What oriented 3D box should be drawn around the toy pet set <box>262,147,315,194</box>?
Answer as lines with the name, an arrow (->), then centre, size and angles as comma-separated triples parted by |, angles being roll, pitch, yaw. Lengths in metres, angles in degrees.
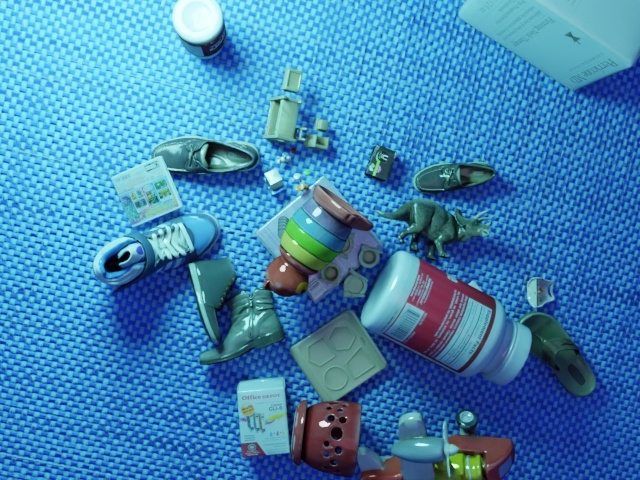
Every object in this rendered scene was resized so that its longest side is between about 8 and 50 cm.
toy pet set -> -0.086, -0.164, 1.836 | 0.114, 0.065, 0.122 | -27, 69, -7

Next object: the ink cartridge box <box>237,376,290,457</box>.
ink cartridge box -> -0.151, 0.462, 1.827 | 0.128, 0.127, 0.176 | -5, 92, -4

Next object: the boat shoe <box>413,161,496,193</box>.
boat shoe -> 0.365, -0.175, 1.870 | 0.223, 0.073, 0.080 | -8, 93, -5

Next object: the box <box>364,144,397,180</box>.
box -> 0.161, -0.208, 1.863 | 0.062, 0.052, 0.083 | 19, 89, -5

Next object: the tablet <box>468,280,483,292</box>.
tablet -> 0.410, 0.158, 1.922 | 0.083, 0.006, 0.054 | -40, 95, -2

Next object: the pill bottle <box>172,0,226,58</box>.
pill bottle -> -0.297, -0.527, 1.725 | 0.121, 0.221, 0.121 | 0, 92, -5

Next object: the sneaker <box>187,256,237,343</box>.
sneaker -> -0.262, 0.151, 1.800 | 0.118, 0.083, 0.222 | -14, 80, -16

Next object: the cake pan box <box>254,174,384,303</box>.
cake pan box -> 0.000, 0.000, 1.851 | 0.245, 0.070, 0.267 | -41, 95, 0

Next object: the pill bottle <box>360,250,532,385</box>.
pill bottle -> 0.331, 0.213, 1.807 | 0.407, 0.229, 0.229 | 28, 90, -6

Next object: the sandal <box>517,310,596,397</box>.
sandal -> 0.665, 0.312, 1.910 | 0.120, 0.086, 0.303 | -45, 95, -2

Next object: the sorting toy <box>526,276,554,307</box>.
sorting toy -> 0.618, 0.142, 1.924 | 0.075, 0.045, 0.083 | -2, 92, -12

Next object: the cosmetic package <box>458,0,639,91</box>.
cosmetic package -> 0.631, -0.642, 1.745 | 0.393, 0.329, 0.327 | 31, 89, -5

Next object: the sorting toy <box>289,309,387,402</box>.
sorting toy -> 0.049, 0.318, 1.887 | 0.208, 0.038, 0.193 | -33, 95, 2

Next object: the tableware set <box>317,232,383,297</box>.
tableware set -> 0.075, 0.064, 1.819 | 0.141, 0.020, 0.169 | 21, 92, -8

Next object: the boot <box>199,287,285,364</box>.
boot -> -0.225, 0.228, 1.848 | 0.246, 0.083, 0.161 | -21, 82, -3

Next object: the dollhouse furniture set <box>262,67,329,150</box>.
dollhouse furniture set -> -0.052, -0.344, 1.837 | 0.161, 0.101, 0.182 | 10, 91, -30

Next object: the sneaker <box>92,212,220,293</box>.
sneaker -> -0.409, 0.025, 1.731 | 0.322, 0.236, 0.130 | -21, 94, -3

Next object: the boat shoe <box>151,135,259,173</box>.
boat shoe -> -0.302, -0.222, 1.801 | 0.285, 0.092, 0.103 | 2, 95, -4

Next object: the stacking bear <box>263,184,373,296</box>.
stacking bear -> -0.030, 0.020, 1.742 | 0.164, 0.175, 0.289 | 41, 100, 24

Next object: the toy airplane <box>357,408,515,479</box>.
toy airplane -> 0.280, 0.626, 1.789 | 0.386, 0.272, 0.384 | 24, 114, -26

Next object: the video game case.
video game case -> -0.453, -0.126, 1.804 | 0.157, 0.019, 0.143 | -20, 97, 16

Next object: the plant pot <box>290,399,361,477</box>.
plant pot -> 0.014, 0.516, 1.817 | 0.174, 0.191, 0.191 | 5, 92, 2

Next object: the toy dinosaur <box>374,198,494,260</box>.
toy dinosaur -> 0.293, -0.044, 1.866 | 0.313, 0.121, 0.160 | 20, 79, -1
